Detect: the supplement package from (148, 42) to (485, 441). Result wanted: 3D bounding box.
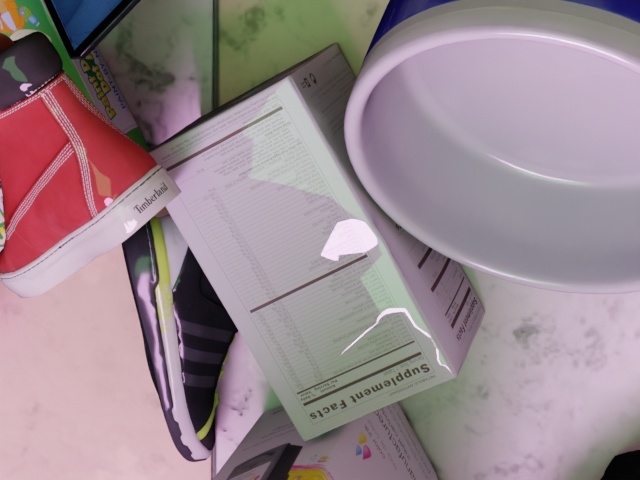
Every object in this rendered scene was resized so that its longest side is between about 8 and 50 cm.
[{"bbox_3d":[0.000,0.000,1.039,0.139,0.134,0.244,-26,100,22],"label":"supplement package"}]

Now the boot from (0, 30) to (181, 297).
[{"bbox_3d":[-0.214,-0.058,1.007,0.176,0.088,0.244,50,147,-7],"label":"boot"}]

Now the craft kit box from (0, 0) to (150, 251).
[{"bbox_3d":[-0.287,-0.102,1.133,0.250,0.061,0.247,-23,104,22],"label":"craft kit box"}]

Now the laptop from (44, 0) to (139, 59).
[{"bbox_3d":[-0.167,-0.297,0.958,0.234,0.136,0.264,-44,93,10],"label":"laptop"}]

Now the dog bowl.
[{"bbox_3d":[0.154,-0.081,0.912,0.265,0.104,0.265,14,148,9],"label":"dog bowl"}]

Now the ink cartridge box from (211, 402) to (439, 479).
[{"bbox_3d":[0.006,0.268,1.036,0.131,0.306,0.226,-23,101,22],"label":"ink cartridge box"}]

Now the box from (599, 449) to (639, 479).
[{"bbox_3d":[0.276,0.276,1.032,0.207,0.108,0.153,42,71,0],"label":"box"}]

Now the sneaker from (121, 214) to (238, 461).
[{"bbox_3d":[-0.092,0.077,1.120,0.097,0.084,0.235,-14,122,-10],"label":"sneaker"}]
